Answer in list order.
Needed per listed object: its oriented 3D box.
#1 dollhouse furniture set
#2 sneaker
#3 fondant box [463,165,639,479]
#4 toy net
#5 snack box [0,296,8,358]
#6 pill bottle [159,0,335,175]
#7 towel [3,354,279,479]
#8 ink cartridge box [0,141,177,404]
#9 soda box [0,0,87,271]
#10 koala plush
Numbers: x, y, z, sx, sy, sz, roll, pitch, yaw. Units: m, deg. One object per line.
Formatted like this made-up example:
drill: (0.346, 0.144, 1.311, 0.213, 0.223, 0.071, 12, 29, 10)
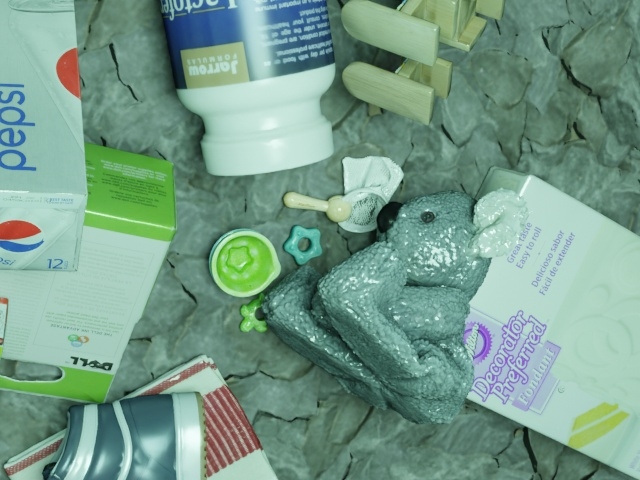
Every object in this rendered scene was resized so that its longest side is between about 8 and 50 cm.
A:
dollhouse furniture set: (0.078, -0.274, 0.960, 0.161, 0.242, 0.212, 23, 57, 18)
sneaker: (-0.189, 0.287, 1.004, 0.153, 0.099, 0.282, 2, 82, -17)
fondant box: (0.282, 0.098, 1.169, 0.330, 0.096, 0.238, 27, 91, -19)
toy net: (0.000, 0.000, 1.088, 0.232, 0.045, 0.122, -32, 107, -10)
snack box: (-0.396, 0.118, 0.934, 0.207, 0.070, 0.174, 10, 126, -20)
pill bottle: (-0.067, -0.201, 0.972, 0.153, 0.153, 0.265, -13, 103, -15)
towel: (-0.146, 0.308, 1.105, 0.237, 0.037, 0.329, -29, 105, -9)
ink cartridge box: (-0.262, 0.031, 0.994, 0.188, 0.097, 0.255, 12, 130, -19)
soda box: (-0.249, -0.110, 0.867, 0.098, 0.286, 0.091, 2, 137, -18)
koala plush: (0.097, 0.041, 1.029, 0.203, 0.196, 0.221, 42, 64, -14)
